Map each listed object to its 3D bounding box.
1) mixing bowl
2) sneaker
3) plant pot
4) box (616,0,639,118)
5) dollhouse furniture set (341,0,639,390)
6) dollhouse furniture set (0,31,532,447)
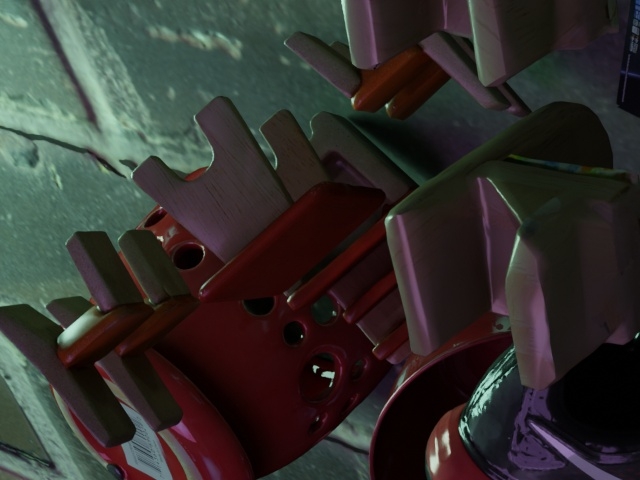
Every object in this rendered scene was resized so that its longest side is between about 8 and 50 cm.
[{"bbox_3d":[0.116,0.091,1.096,0.181,0.098,0.181,0,127,0],"label":"mixing bowl"},{"bbox_3d":[0.199,0.109,0.987,0.276,0.097,0.135,14,127,-8],"label":"sneaker"},{"bbox_3d":[-0.073,0.073,1.270,0.191,0.174,0.191,33,150,22],"label":"plant pot"},{"bbox_3d":[0.175,-0.081,0.912,0.067,0.018,0.083,31,149,22],"label":"box"},{"bbox_3d":[0.247,0.014,0.778,0.362,0.256,0.394,13,125,41],"label":"dollhouse furniture set"},{"bbox_3d":[0.000,0.000,1.020,0.135,0.262,0.259,50,-169,8],"label":"dollhouse furniture set"}]
